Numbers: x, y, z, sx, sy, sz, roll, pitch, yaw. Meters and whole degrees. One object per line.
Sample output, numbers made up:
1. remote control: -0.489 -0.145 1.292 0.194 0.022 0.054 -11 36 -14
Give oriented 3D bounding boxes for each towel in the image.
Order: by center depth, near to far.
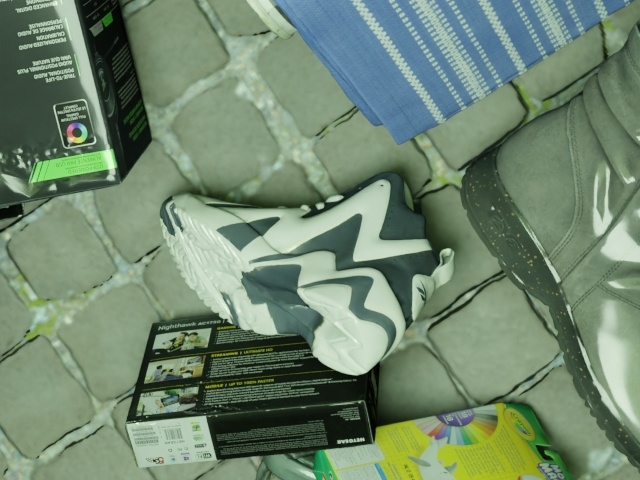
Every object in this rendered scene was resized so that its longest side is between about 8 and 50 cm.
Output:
1. towel: 0.143 -0.209 1.194 0.336 0.243 0.040 -32 58 9

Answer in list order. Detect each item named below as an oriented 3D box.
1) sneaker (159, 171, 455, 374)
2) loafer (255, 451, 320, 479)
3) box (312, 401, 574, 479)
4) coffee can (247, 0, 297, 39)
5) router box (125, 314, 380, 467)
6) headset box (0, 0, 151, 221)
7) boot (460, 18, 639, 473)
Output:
1. sneaker: 0.000 0.000 1.299 0.235 0.153 0.094 21 134 40
2. loafer: 0.073 0.226 1.310 0.267 0.096 0.084 25 117 12
3. box: 0.095 0.178 1.261 0.179 0.105 0.043 -9 136 -20
4. coffee can: 0.039 -0.298 1.204 0.275 0.201 0.201 -31 90 9
5. router box: -0.047 0.105 1.282 0.178 0.133 0.046 -6 121 9
6. headset box: -0.279 -0.150 1.273 0.246 0.131 0.283 -9 107 8
7. boot: 0.266 0.023 1.198 0.222 0.118 0.338 -38 90 38
